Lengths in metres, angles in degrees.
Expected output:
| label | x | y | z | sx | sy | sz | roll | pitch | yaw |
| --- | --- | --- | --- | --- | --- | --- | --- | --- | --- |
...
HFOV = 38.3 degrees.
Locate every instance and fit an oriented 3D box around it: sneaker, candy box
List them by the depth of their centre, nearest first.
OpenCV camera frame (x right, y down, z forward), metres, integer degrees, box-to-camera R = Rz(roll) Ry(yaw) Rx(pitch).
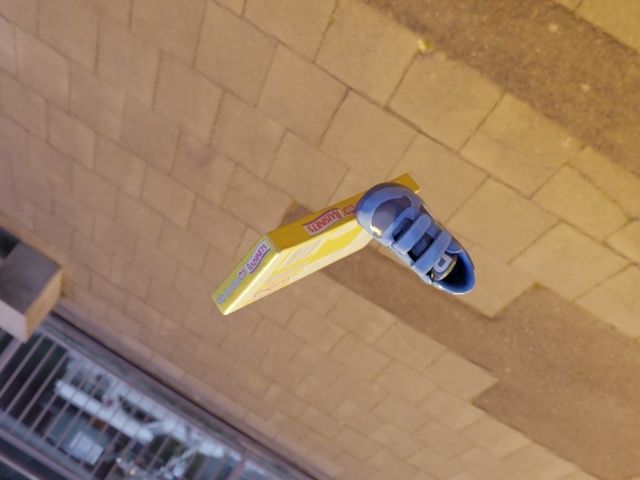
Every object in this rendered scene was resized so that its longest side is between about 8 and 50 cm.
| label | x | y | z | sx | sy | sz | roll | pitch | yaw |
| --- | --- | --- | --- | --- | --- | --- | --- | --- | --- |
| sneaker | 0.087 | 0.000 | 0.794 | 0.144 | 0.053 | 0.059 | 34 | -167 | -38 |
| candy box | 0.000 | 0.000 | 0.849 | 0.027 | 0.206 | 0.105 | 55 | 133 | 10 |
